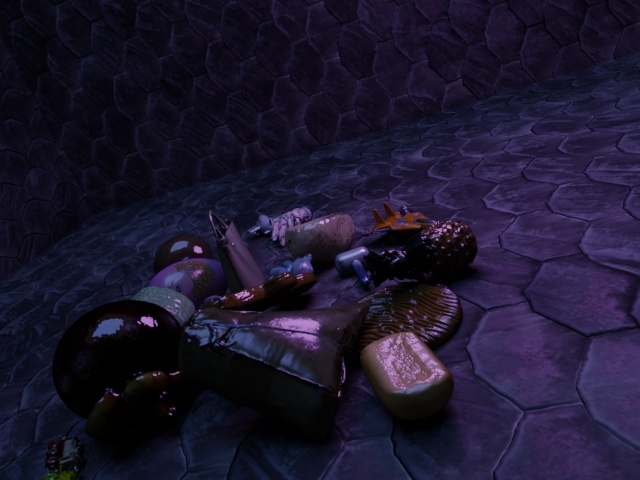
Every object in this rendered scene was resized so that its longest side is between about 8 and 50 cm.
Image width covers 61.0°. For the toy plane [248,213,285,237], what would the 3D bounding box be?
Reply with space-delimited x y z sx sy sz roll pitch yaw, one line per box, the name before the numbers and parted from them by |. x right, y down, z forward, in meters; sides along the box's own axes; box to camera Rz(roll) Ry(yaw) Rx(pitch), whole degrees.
toy plane | -0.222 -0.066 2.266 0.174 0.080 0.174 -18 19 6

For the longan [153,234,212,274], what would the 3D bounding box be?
longan | -0.506 0.074 2.010 0.220 0.197 0.196 -30 21 -1

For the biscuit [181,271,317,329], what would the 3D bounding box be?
biscuit | -0.182 0.158 1.490 0.432 0.064 0.283 -18 -16 -43

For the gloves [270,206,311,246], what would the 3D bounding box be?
gloves | -0.126 -0.058 2.130 0.127 0.111 0.212 2 22 35

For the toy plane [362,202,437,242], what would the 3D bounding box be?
toy plane | 0.296 -0.041 1.734 0.204 0.103 0.316 -32 31 -26

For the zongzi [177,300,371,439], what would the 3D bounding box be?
zongzi | -0.092 0.199 1.188 0.356 0.174 0.393 20 36 8

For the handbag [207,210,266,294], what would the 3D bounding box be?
handbag | -0.262 0.042 1.697 0.109 0.315 0.241 -17 21 -1

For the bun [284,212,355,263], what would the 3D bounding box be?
bun | 0.000 0.000 1.794 0.243 0.153 0.244 -20 -4 -1

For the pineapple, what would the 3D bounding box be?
pineapple | 0.260 0.031 1.420 0.310 0.170 0.141 -13 59 -22

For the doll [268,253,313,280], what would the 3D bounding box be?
doll | -0.087 0.112 1.732 0.075 0.120 0.179 20 -26 -38

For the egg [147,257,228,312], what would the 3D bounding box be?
egg | -0.418 0.155 1.727 0.196 0.196 0.271 0 26 41

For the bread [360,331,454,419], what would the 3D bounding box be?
bread | 0.168 0.267 1.060 0.147 0.098 0.217 -19 23 -3

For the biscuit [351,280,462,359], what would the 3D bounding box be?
biscuit | 0.186 0.188 1.326 0.317 0.040 0.318 -18 21 7

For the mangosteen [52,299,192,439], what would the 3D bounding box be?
mangosteen | -0.451 0.306 1.275 0.307 0.307 0.347 -28 53 -22

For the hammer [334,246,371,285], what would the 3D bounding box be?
hammer | 0.111 0.087 1.614 0.116 0.070 0.194 -19 25 -3

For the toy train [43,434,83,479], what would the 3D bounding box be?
toy train | -0.558 0.504 1.177 0.085 0.053 0.249 -18 19 -19

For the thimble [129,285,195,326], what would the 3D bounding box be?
thimble | -0.452 0.245 1.514 0.219 0.219 0.150 -15 23 10
